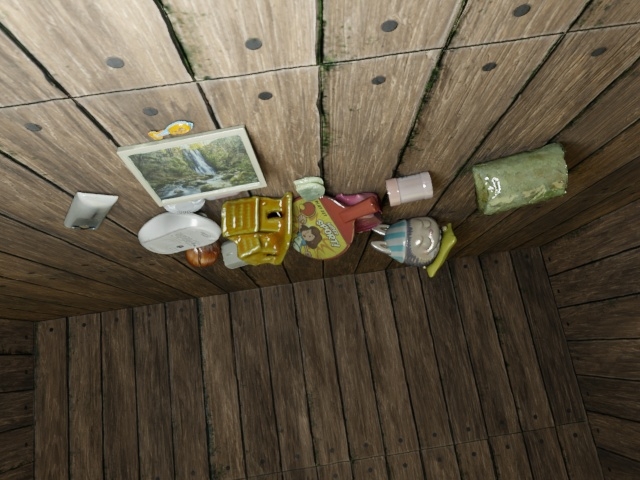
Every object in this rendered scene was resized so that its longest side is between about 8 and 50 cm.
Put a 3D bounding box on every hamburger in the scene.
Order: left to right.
[{"bbox_3d":[-0.029,-0.176,1.460,0.084,0.054,0.121,-12,158,20],"label":"hamburger"}]

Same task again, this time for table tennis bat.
[{"bbox_3d":[0.030,-0.063,1.589,0.415,0.268,0.051,-21,-162,37],"label":"table tennis bat"}]

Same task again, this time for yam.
[{"bbox_3d":[0.672,-0.204,1.498,0.300,0.195,0.195,-15,165,19],"label":"yam"}]

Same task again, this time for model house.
[{"bbox_3d":[-0.230,-0.038,1.564,0.239,0.267,0.173,-1,-176,-24],"label":"model house"}]

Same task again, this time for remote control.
[{"bbox_3d":[-0.730,-0.082,1.394,0.109,0.055,0.313,2,163,-36],"label":"remote control"}]

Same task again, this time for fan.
[{"bbox_3d":[-0.361,-0.147,1.344,0.245,0.074,0.130,-12,155,-6],"label":"fan"}]

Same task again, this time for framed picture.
[{"bbox_3d":[-0.323,-0.189,1.161,0.325,0.020,0.240,-9,149,2],"label":"framed picture"}]

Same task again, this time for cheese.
[{"bbox_3d":[-0.345,-0.256,1.022,0.111,0.017,0.047,-12,163,16],"label":"cheese"}]

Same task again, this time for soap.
[{"bbox_3d":[0.094,-0.093,1.713,0.325,0.127,0.220,-17,166,27],"label":"soap"}]

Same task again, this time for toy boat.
[{"bbox_3d":[-0.312,0.040,1.979,0.270,0.140,0.141,-15,165,16],"label":"toy boat"}]

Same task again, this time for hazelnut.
[{"bbox_3d":[-0.504,0.039,1.886,0.154,0.143,0.143,-7,168,-39],"label":"hazelnut"}]

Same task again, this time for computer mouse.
[{"bbox_3d":[-0.495,-0.042,1.558,0.297,0.121,0.184,-19,151,23],"label":"computer mouse"}]

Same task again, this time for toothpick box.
[{"bbox_3d":[0.310,-0.180,1.545,0.149,0.098,0.098,-11,166,8],"label":"toothpick box"}]

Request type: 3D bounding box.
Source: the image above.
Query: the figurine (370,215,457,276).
[{"bbox_3d":[0.419,-0.034,2.127,0.378,0.266,0.361,24,-169,-3],"label":"figurine"}]
